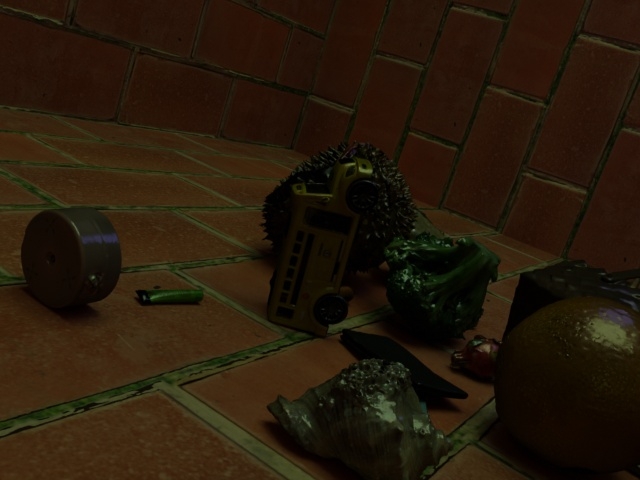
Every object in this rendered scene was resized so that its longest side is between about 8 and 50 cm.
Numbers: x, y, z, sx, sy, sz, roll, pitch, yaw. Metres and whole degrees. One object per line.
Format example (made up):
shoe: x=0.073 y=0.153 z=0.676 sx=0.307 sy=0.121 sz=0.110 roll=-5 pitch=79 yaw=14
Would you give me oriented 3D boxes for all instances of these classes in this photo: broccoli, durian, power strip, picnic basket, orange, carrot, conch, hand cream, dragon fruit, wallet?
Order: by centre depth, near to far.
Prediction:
conch: x=0.052 y=0.233 z=0.865 sx=0.245 sy=0.163 sz=0.178 roll=4 pitch=-24 yaw=15
power strip: x=-0.379 y=0.026 z=1.016 sx=0.154 sy=0.154 sz=0.078 roll=25 pitch=16 yaw=27
orange: x=0.405 y=0.221 z=1.029 sx=0.274 sy=0.274 sz=0.274 roll=17 pitch=13 yaw=-4
hand cream: x=-0.262 y=0.097 z=1.165 sx=0.122 sy=0.023 sz=0.036 roll=4 pitch=31 yaw=-42
wallet: x=0.142 y=0.218 z=1.179 sx=0.124 sy=0.025 sz=0.244 roll=15 pitch=7 yaw=-32
dragon fruit: x=0.310 y=0.226 z=1.292 sx=0.116 sy=0.086 sz=0.081 roll=6 pitch=55 yaw=-18
carrot: x=0.003 y=0.118 z=1.411 sx=0.037 sy=0.037 sz=0.190 roll=29 pitch=18 yaw=39
broccoli: x=0.262 y=0.081 z=1.424 sx=0.265 sy=0.245 sz=0.294 roll=54 pitch=26 yaw=2
picnic basket: x=0.596 y=0.186 z=1.449 sx=0.321 sy=0.254 sz=0.291 roll=-5 pitch=24 yaw=-27
durian: x=0.050 y=-0.073 z=1.606 sx=0.384 sy=0.348 sz=0.347 roll=17 pitch=11 yaw=30

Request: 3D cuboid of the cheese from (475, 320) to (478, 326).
cheese: x=0.290 y=0.159 z=1.624 sx=0.192 sy=0.037 sz=0.097 roll=19 pitch=12 yaw=0

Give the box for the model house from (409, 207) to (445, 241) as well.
model house: x=0.260 y=0.016 z=1.766 sx=0.193 sy=0.175 sz=0.234 roll=42 pitch=1 yaw=-20

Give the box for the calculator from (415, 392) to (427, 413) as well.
calculator: x=0.139 y=0.267 z=1.018 sx=0.057 sy=0.018 sz=0.172 roll=18 pitch=13 yaw=-1

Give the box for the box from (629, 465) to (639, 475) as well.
box: x=0.558 y=0.292 z=1.136 sx=0.274 sy=0.178 sz=0.138 roll=28 pitch=16 yaw=39

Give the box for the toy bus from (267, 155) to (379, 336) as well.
toy bus: x=0.000 y=0.000 z=1.245 sx=0.151 sy=0.331 sz=0.145 roll=13 pitch=13 yaw=-7
